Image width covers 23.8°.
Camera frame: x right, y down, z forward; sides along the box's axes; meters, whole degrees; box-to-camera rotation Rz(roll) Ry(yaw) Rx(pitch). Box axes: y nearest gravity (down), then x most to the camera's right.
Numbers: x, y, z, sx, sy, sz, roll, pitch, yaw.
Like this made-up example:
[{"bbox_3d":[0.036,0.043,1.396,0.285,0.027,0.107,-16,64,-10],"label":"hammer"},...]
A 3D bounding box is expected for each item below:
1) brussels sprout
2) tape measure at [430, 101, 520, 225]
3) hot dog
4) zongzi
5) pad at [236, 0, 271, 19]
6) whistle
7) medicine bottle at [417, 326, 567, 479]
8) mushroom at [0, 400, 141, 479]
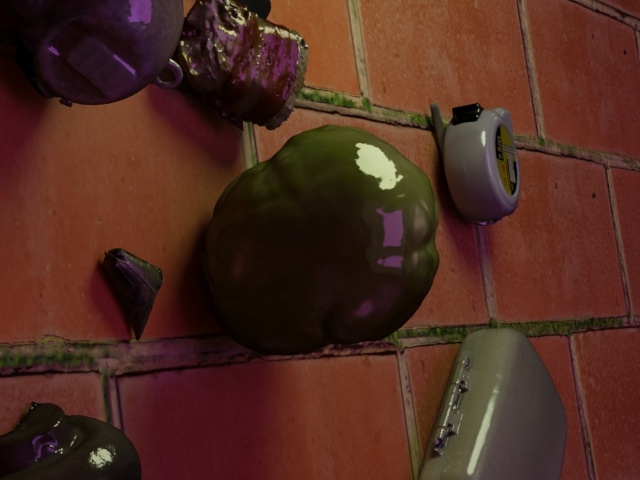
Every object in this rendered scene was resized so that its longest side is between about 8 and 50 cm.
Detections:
[{"bbox_3d":[0.008,0.000,1.779,0.243,0.273,0.317,55,39,-23],"label":"brussels sprout"},{"bbox_3d":[0.248,-0.125,2.409,0.178,0.105,0.196,16,68,-65],"label":"tape measure"},{"bbox_3d":[-0.105,-0.219,1.843,0.213,0.103,0.146,30,76,-41],"label":"hot dog"},{"bbox_3d":[-0.211,0.057,1.635,0.076,0.040,0.083,32,71,-44],"label":"zongzi"},{"bbox_3d":[-0.100,-0.342,1.930,0.116,0.004,0.193,-68,153,-43],"label":"pad"},{"bbox_3d":[-0.270,-0.266,1.525,0.348,0.189,0.189,38,47,-30],"label":"whistle"},{"bbox_3d":[0.262,0.323,2.253,0.282,0.123,0.375,60,34,-32],"label":"medicine bottle"},{"bbox_3d":[-0.236,0.236,1.462,0.188,0.117,0.141,-48,133,-59],"label":"mushroom"}]
